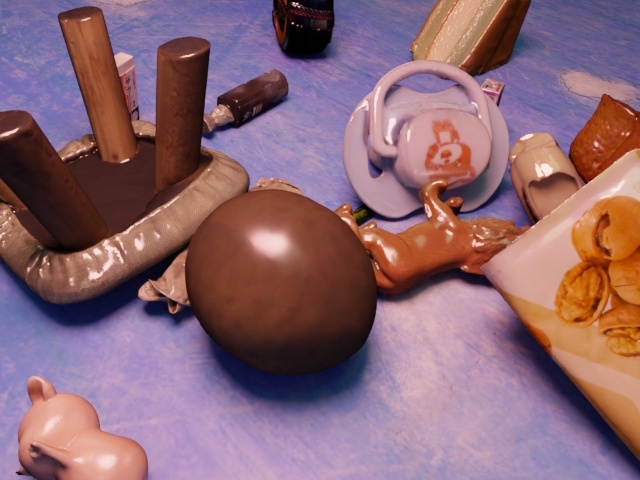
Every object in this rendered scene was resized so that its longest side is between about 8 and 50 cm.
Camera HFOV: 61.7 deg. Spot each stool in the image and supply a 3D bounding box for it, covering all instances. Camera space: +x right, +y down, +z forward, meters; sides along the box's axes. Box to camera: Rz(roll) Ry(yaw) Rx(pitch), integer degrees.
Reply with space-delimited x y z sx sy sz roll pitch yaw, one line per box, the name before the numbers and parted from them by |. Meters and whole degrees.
stool | -0.288 -0.125 0.666 0.310 0.226 0.310 28 50 30

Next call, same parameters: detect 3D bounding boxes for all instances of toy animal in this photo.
toy animal | -0.211 0.190 0.481 0.150 0.083 0.089 37 37 13
toy animal | 0.148 0.006 0.716 0.312 0.097 0.157 -14 54 -19

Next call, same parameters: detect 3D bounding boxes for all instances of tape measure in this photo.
tape measure | -0.041 -0.506 1.143 0.135 0.202 0.223 -4 30 -10

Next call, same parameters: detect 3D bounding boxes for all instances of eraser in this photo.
eraser | -0.326 -0.241 0.882 0.029 0.122 0.052 19 45 7

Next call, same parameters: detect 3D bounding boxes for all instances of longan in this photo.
longan | -0.042 0.044 0.578 0.220 0.196 0.196 38 50 13

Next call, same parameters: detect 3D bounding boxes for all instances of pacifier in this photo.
pacifier | 0.152 -0.153 0.847 0.279 0.227 0.207 -5 4 -17

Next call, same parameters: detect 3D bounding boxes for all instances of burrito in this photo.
burrito | -0.122 0.002 0.705 0.082 0.059 0.275 20 44 23

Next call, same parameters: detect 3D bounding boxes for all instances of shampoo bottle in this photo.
shampoo bottle | -0.143 -0.248 0.962 0.063 0.057 0.207 30 47 21

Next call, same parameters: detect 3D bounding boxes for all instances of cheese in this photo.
cheese | 0.346 -0.103 0.833 0.082 0.163 0.286 -26 18 23

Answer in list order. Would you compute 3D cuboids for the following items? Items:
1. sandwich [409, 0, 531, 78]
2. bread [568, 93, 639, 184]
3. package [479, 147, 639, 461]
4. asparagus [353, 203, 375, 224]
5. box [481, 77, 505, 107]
sandwich | 0.332 -0.491 1.181 0.227 0.198 0.155 -30 55 -33
bread | 0.490 -0.090 0.787 0.232 0.135 0.247 10 42 -45
package | 0.357 0.093 0.600 0.221 0.165 0.311 -40 74 2
asparagus | 0.000 0.000 0.751 0.233 0.023 0.022 -33 12 -35
box | 0.293 -0.223 0.954 0.036 0.117 0.050 21 47 19
